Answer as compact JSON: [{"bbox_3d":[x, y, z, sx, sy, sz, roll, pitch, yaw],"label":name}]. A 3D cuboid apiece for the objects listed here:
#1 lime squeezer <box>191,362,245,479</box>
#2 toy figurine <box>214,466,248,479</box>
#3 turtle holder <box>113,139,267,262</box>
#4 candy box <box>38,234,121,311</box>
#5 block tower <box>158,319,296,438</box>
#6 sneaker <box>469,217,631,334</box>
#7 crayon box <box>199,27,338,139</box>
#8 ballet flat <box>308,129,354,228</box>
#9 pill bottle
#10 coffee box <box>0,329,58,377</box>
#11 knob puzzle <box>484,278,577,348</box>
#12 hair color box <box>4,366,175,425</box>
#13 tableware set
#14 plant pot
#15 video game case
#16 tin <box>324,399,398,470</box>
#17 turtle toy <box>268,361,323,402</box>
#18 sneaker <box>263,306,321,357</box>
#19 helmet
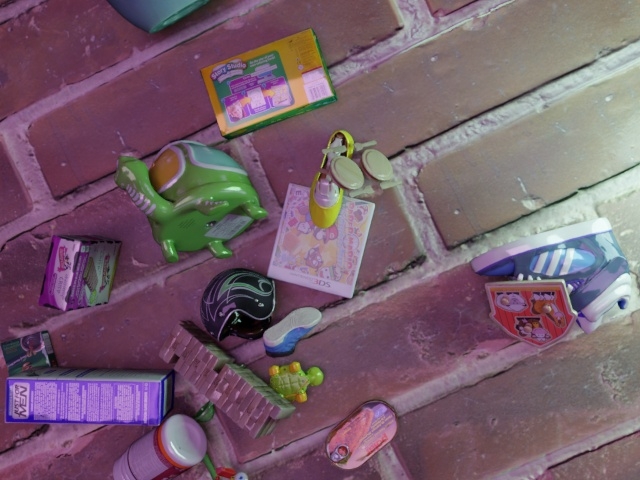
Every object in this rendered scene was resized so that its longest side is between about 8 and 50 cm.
[{"bbox_3d":[-0.256,0.432,1.890,0.109,0.059,0.311,10,90,8],"label":"lime squeezer"},{"bbox_3d":[-0.276,0.643,1.704,0.191,0.217,0.363,-38,42,26],"label":"toy figurine"},{"bbox_3d":[-0.301,-0.094,1.784,0.320,0.243,0.227,-14,63,-29],"label":"turtle holder"},{"bbox_3d":[-0.541,0.070,1.837,0.071,0.233,0.159,13,92,7],"label":"candy box"},{"bbox_3d":[-0.220,0.314,1.828,0.335,0.091,0.097,34,95,21],"label":"block tower"},{"bbox_3d":[0.511,0.100,1.754,0.322,0.130,0.236,-16,84,1],"label":"sneaker"},{"bbox_3d":[-0.119,-0.357,1.861,0.278,0.081,0.165,-19,87,7],"label":"crayon box"},{"bbox_3d":[0.021,-0.144,1.825,0.077,0.077,0.231,14,81,9],"label":"ballet flat"},{"bbox_3d":[-0.369,0.493,1.840,0.221,0.121,0.121,-37,85,31],"label":"pill bottle"},{"bbox_3d":[-0.691,0.320,1.952,0.113,0.040,0.184,-16,88,6],"label":"coffee box"},{"bbox_3d":[0.459,0.169,1.758,0.213,0.030,0.213,14,134,15],"label":"knob puzzle"},{"bbox_3d":[-0.515,0.351,1.836,0.338,0.185,0.110,3,89,-1],"label":"hair color box"},{"bbox_3d":[0.086,-0.152,1.800,0.039,0.194,0.128,-43,72,42],"label":"tableware set"},{"bbox_3d":[-0.368,-0.609,1.802,0.293,0.293,0.235,-29,103,6],"label":"plant pot"},{"bbox_3d":[0.000,0.000,1.873,0.206,0.026,0.227,14,91,7],"label":"video game case"},{"bbox_3d":[0.096,0.445,1.855,0.189,0.040,0.106,-40,81,6],"label":"tin"},{"bbox_3d":[-0.058,0.323,1.859,0.130,0.066,0.095,-11,90,7],"label":"turtle toy"},{"bbox_3d":[-0.065,0.217,1.870,0.152,0.085,0.058,-30,55,-25],"label":"sneaker"},{"bbox_3d":[-0.190,0.145,1.827,0.161,0.169,0.170,5,90,-9],"label":"helmet"}]
